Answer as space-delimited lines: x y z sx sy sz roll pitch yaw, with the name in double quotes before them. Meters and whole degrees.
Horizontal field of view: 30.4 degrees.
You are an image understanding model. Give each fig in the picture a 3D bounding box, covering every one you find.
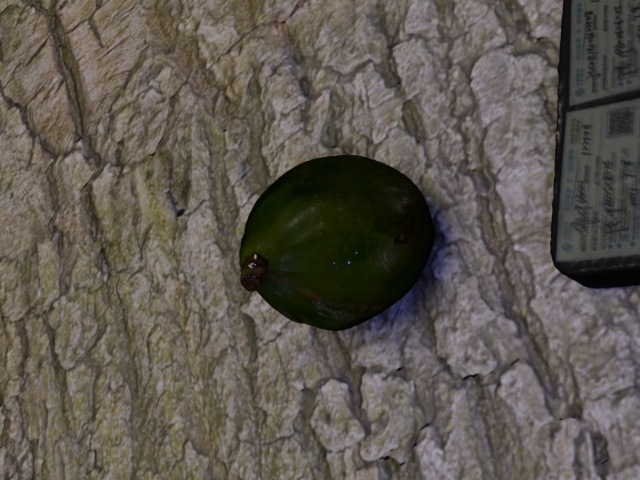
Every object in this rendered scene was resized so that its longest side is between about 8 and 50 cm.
"fig" 0.000 0.000 1.209 0.195 0.245 0.195 0 90 38

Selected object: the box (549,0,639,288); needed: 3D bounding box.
"box" 0.319 -0.134 1.091 0.211 0.058 0.350 -8 69 43
